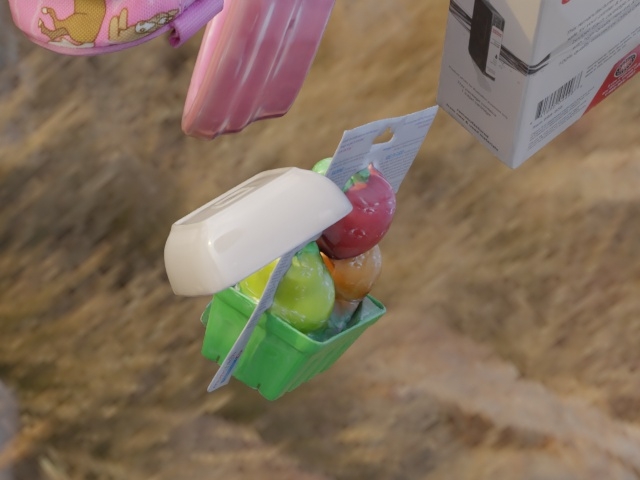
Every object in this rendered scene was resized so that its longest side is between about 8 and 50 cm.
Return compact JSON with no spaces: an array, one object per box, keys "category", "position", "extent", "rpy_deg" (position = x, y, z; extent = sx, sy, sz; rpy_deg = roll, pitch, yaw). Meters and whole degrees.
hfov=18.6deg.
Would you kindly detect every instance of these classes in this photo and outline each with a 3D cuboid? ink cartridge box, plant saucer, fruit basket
[{"category":"ink cartridge box","position":[0.221,-0.225,1.802],"extent":[0.114,0.197,0.273],"rpy_deg":[43,-24,21]},{"category":"plant saucer","position":[-0.030,-0.235,1.652],"extent":[0.084,0.332,0.332],"rpy_deg":[18,28,-8]},{"category":"fruit basket","position":[0.000,0.000,2.311],"extent":[0.165,0.353,0.327],"rpy_deg":[27,19,16]}]

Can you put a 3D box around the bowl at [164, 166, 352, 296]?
[{"category":"bowl","position":[-0.056,-0.013,1.522],"extent":[0.053,0.142,0.142],"rpy_deg":[62,-17,-9]}]

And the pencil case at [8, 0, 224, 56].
[{"category":"pencil case","position":[-0.160,-0.300,1.144],"extent":[0.167,0.160,0.386],"rpy_deg":[-103,178,-59]}]
